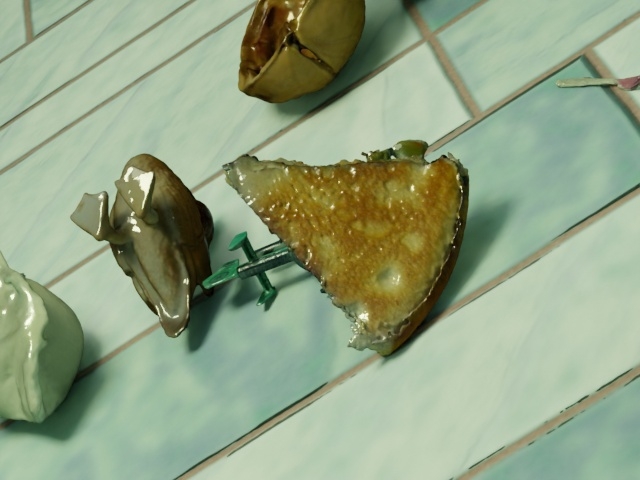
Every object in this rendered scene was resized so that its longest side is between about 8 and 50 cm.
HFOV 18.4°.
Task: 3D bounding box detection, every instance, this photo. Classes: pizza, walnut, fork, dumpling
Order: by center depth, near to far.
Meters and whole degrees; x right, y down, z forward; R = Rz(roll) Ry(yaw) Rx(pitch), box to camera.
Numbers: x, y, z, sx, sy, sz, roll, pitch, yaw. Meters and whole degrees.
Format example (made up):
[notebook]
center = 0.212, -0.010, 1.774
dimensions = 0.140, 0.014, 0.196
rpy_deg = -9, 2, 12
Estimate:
[pizza]
center = 0.012, -0.013, 1.527
dimensions = 0.052, 0.195, 0.185
rpy_deg = 106, -171, -67
[fork]
center = 0.233, -0.131, 1.623
dimensions = 0.016, 0.012, 0.115
rpy_deg = -45, 23, -25
[dumpling]
center = -0.274, 0.075, 1.739
dimensions = 0.124, 0.151, 0.229
rpy_deg = -15, 20, -20
[walnut]
center = -0.007, -0.208, 1.927
dimensions = 0.167, 0.087, 0.211
rpy_deg = -54, 18, 22

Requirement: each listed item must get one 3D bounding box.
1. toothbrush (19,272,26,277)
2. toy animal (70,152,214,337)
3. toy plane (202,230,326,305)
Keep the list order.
[toothbrush]
center = -0.325, 0.131, 1.840
dimensions = 0.031, 0.023, 0.321
rpy_deg = -26, 28, 26
[toy animal]
center = -0.131, 0.010, 1.728
dimensions = 0.089, 0.179, 0.188
rpy_deg = -25, 66, 19
[toy plane]
center = 0.000, 0.000, 1.633
dimensions = 0.235, 0.060, 0.096
rpy_deg = -21, 23, 21
